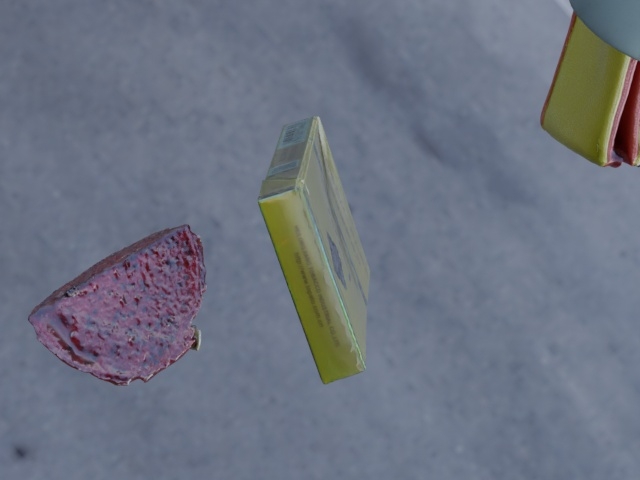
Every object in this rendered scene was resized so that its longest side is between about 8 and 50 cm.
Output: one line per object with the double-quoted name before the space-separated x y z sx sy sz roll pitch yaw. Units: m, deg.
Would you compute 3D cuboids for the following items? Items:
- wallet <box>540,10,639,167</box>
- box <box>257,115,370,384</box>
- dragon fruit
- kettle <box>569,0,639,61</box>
"wallet" 0.252 -0.189 1.629 0.067 0.241 0.141 6 13 -21
"box" 0.000 0.000 1.585 0.279 0.041 0.153 -79 152 -75
"dragon fruit" -0.164 0.064 1.668 0.106 0.162 0.083 61 -17 -12
"kettle" 0.257 -0.218 1.420 0.098 0.148 0.127 23 32 -15
